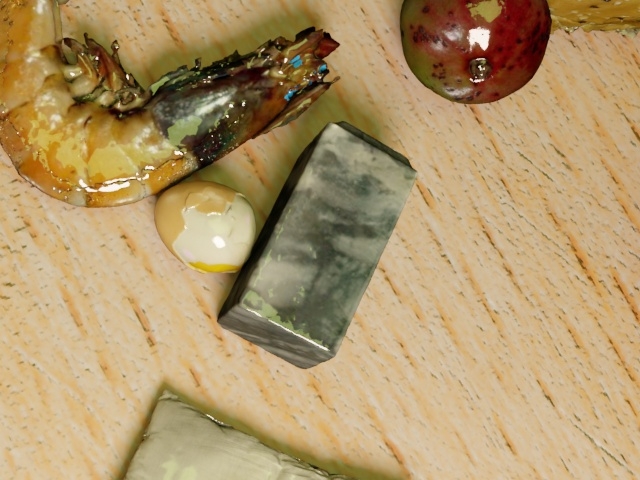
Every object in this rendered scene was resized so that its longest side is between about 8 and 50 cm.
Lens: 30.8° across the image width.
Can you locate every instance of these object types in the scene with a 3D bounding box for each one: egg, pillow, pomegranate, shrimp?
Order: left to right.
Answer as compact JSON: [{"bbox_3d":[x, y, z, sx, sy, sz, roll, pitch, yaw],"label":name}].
[{"bbox_3d":[-0.132,-0.154,0.941,0.290,0.054,0.222,-22,83,-17],"label":"shrimp"},{"bbox_3d":[-0.091,-0.012,0.910,0.083,0.071,0.071,20,72,-5],"label":"egg"},{"bbox_3d":[-0.047,0.220,0.877,0.229,0.050,0.148,24,62,-6],"label":"pillow"},{"bbox_3d":[0.140,-0.195,0.998,0.129,0.129,0.159,29,66,-8],"label":"pomegranate"}]

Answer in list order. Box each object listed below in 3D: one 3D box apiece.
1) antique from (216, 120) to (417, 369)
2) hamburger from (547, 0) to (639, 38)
[{"bbox_3d":[0.000,0.000,0.925,0.086,0.088,0.183,29,70,-9],"label":"antique"},{"bbox_3d":[0.302,-0.276,1.041,0.287,0.192,0.168,0,86,-16],"label":"hamburger"}]
